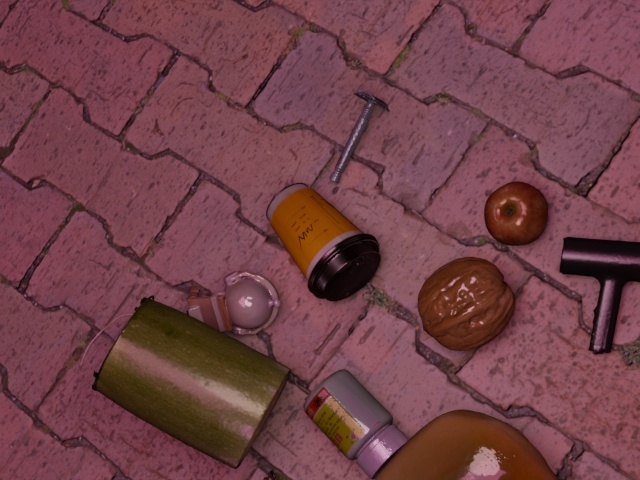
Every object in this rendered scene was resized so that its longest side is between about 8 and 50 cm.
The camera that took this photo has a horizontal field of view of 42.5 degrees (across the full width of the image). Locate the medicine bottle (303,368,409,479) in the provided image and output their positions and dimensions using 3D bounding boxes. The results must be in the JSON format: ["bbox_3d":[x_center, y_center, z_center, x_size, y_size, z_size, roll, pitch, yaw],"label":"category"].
[{"bbox_3d":[0.080,0.409,1.841,0.225,0.139,0.139,44,94,21],"label":"medicine bottle"}]

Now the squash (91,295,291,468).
[{"bbox_3d":[-0.293,0.318,1.865,0.385,0.263,0.263,28,88,4],"label":"squash"}]

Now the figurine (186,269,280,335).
[{"bbox_3d":[-0.205,0.155,2.005,0.237,0.141,0.162,-12,103,13],"label":"figurine"}]

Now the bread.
[{"bbox_3d":[0.295,0.541,1.686,0.376,0.253,0.348,-45,66,3],"label":"bread"}]

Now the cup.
[{"bbox_3d":[0.000,0.000,1.938,0.196,0.196,0.279,-45,61,5],"label":"cup"}]

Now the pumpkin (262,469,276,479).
[{"bbox_3d":[-0.121,0.599,1.926,0.101,0.035,0.073,-48,58,7],"label":"pumpkin"}]

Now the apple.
[{"bbox_3d":[0.435,-0.058,1.829,0.146,0.131,0.146,-3,82,21],"label":"apple"}]

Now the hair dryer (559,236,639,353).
[{"bbox_3d":[0.608,0.120,1.765,0.197,0.089,0.251,7,87,19],"label":"hair dryer"}]

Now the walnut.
[{"bbox_3d":[0.314,0.140,1.800,0.213,0.213,0.213,-4,77,17],"label":"walnut"}]

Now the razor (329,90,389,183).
[{"bbox_3d":[0.085,-0.248,2.019,0.068,0.106,0.231,29,100,22],"label":"razor"}]
